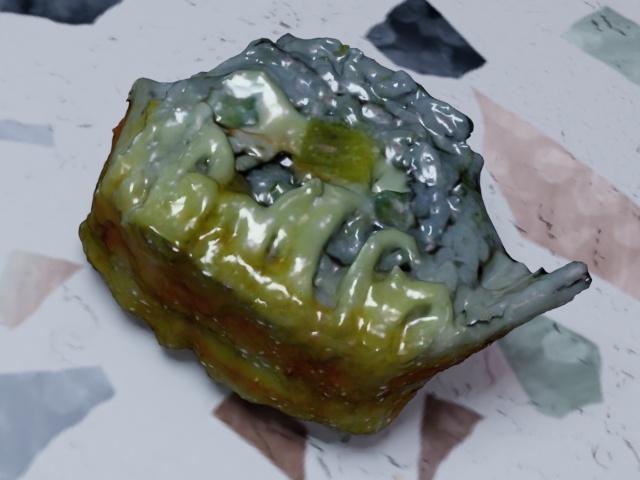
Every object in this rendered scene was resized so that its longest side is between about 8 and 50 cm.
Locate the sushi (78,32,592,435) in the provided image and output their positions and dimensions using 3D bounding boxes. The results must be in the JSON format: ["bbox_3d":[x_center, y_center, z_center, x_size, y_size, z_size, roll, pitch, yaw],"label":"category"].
[{"bbox_3d":[0.000,0.000,0.841,0.274,0.139,0.184,35,57,8],"label":"sushi"}]
